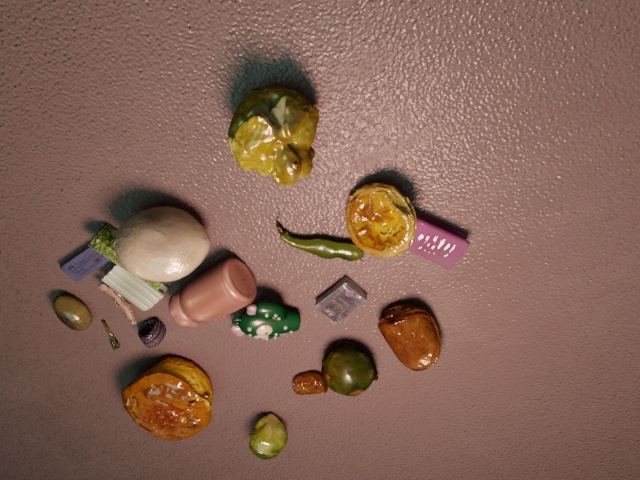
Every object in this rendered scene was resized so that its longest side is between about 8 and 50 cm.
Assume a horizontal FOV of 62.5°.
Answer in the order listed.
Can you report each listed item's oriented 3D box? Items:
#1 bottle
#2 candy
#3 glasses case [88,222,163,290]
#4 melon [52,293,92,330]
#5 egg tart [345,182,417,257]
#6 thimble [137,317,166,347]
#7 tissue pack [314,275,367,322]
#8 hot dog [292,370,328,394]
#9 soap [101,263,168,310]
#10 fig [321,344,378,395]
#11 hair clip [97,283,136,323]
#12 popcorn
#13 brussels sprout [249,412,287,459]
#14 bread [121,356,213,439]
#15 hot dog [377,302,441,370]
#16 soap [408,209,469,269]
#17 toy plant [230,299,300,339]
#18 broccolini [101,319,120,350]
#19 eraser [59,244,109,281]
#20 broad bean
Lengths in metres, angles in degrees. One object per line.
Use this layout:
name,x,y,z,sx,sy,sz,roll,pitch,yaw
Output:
bottle,-0.373,0.200,1.827,0.297,0.173,0.206,-29,147,20
candy,-0.498,0.005,1.655,0.296,0.295,0.185,6,135,3
glasses case,-0.650,0.060,1.808,0.272,0.095,0.062,38,122,-16
melon,-0.923,0.267,1.960,0.099,0.099,0.162,-29,113,21
egg tart,0.191,-0.065,1.619,0.241,0.106,0.240,11,111,30
thimble,-0.634,0.347,1.972,0.095,0.104,0.066,-19,125,20
tissue pack,0.072,0.209,1.847,0.112,0.051,0.156,41,116,-19
hot dog,-0.039,0.565,2.065,0.147,0.065,0.099,-15,119,27
soap,-0.661,0.154,1.881,0.119,0.066,0.198,-38,110,26
fig,0.121,0.479,1.952,0.245,0.195,0.195,8,130,-41
hair clip,-0.737,0.219,1.943,0.034,0.072,0.225,-15,127,14
popcorn,-0.117,-0.291,1.469,0.277,0.225,0.276,-3,124,-5
brussels sprout,-0.209,0.806,2.156,0.146,0.183,0.131,30,126,12
bread,-0.591,0.617,2.077,0.358,0.204,0.337,-30,116,25
hot dog,0.319,0.338,1.861,0.196,0.122,0.272,-23,120,20
soap,0.357,-0.002,1.682,0.203,0.065,0.122,24,120,-8
toy plant,-0.197,0.290,1.871,0.243,0.112,0.233,22,133,-38
broccolini,-0.819,0.370,2.047,0.030,0.035,0.139,-11,118,8
eraser,-0.829,0.074,1.869,0.225,0.036,0.082,-29,116,20
broad bean,-0.005,0.009,1.733,0.318,0.056,0.098,23,121,-6
